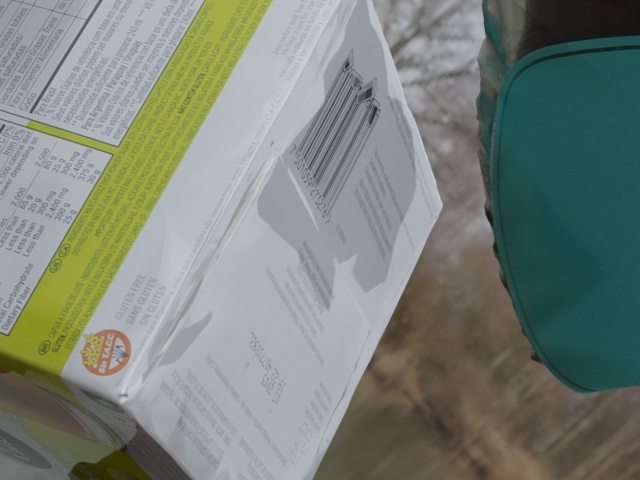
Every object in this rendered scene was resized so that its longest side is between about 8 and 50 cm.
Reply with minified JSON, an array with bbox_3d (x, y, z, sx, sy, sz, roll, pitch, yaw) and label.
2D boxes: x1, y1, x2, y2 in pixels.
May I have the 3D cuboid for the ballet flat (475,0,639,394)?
[{"bbox_3d":[0.145,-0.125,0.721,0.147,0.147,0.409,-129,-154,-58],"label":"ballet flat"}]

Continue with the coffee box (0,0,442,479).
[{"bbox_3d":[-0.149,-0.012,1.169,0.334,0.338,0.337,17,-23,23],"label":"coffee box"}]
